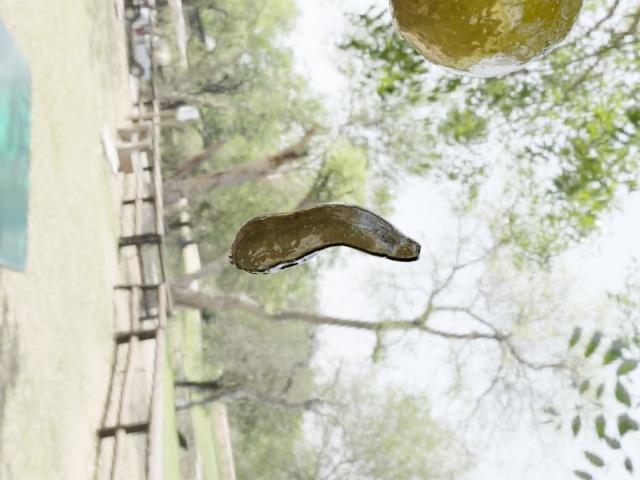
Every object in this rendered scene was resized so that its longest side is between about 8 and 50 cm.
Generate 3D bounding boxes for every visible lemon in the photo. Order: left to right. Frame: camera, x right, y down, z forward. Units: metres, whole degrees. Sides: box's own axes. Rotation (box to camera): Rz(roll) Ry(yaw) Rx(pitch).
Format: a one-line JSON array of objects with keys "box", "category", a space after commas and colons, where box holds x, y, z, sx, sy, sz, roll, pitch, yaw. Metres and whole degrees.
[{"box": [0.219, -0.348, 1.184, 0.310, 0.257, 0.258, 172, -91, -66], "category": "lemon"}]

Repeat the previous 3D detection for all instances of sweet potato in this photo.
[{"box": [0.000, -0.005, 1.020, 0.062, 0.233, 0.081, -73, 153, -52], "category": "sweet potato"}]
